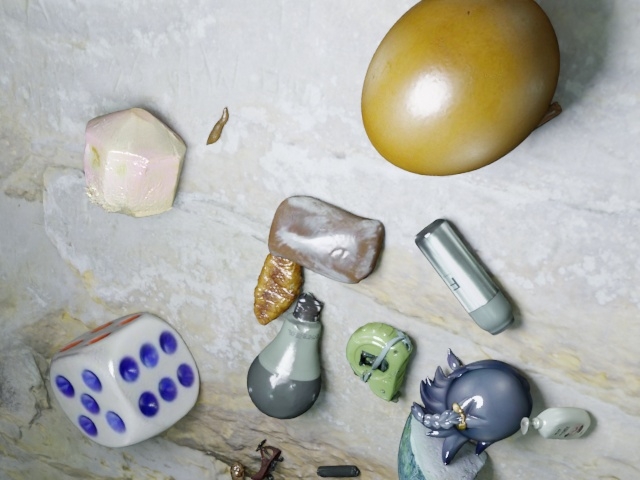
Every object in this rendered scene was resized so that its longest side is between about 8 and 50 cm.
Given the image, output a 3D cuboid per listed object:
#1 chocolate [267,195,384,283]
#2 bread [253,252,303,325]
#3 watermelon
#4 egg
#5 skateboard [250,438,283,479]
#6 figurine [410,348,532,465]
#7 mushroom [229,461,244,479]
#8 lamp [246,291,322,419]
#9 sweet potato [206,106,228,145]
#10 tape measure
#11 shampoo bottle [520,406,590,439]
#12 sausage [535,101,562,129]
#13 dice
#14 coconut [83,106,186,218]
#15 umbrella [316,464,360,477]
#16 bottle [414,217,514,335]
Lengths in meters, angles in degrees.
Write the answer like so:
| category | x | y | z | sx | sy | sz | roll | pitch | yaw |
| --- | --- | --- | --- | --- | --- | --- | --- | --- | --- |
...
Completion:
| category | x | y | z | sx | sy | sz | roll | pitch | yaw |
| --- | --- | --- | --- | --- | --- | --- | --- | --- | --- |
| chocolate | 0.000 | -0.002 | 1.475 | 0.254 | 0.080 | 0.156 | 20 | 100 | 18 |
| bread | -0.092 | 0.093 | 1.614 | 0.105 | 0.076 | 0.233 | 23 | 112 | 11 |
| watermelon | 0.286 | 0.554 | 1.543 | 0.320 | 0.214 | 0.289 | -124 | 24 | -60 |
| egg | 0.219 | -0.252 | 1.117 | 0.282 | 0.282 | 0.351 | 51 | 130 | 0 |
| skateboard | -0.157 | 0.629 | 1.945 | 0.080 | 0.067 | 0.151 | 41 | 123 | 21 |
| figurine | 0.308 | 0.348 | 1.438 | 0.175 | 0.197 | 0.265 | 45 | 120 | -10 |
| mushroom | -0.253 | 0.767 | 2.040 | 0.227 | 0.148 | 0.217 | 26 | 109 | 13 |
| lamp | -0.053 | 0.291 | 1.651 | 0.182 | 0.182 | 0.313 | 38 | 109 | 11 |
| sweet potato | -0.234 | -0.255 | 1.567 | 0.026 | 0.026 | 0.115 | 44 | 126 | 6 |
| tape measure | 0.132 | 0.262 | 1.554 | 0.154 | 0.087 | 0.177 | 26 | 122 | 20 |
| shampoo bottle | 0.461 | 0.362 | 1.363 | 0.077 | 0.152 | 0.045 | -63 | 30 | 31 |
| sausage | 0.372 | -0.205 | 1.209 | 0.116 | 0.026 | 0.026 | -33 | 93 | 38 |
| dice | -0.548 | 0.389 | 1.929 | 0.304 | 0.277 | 0.304 | -17 | 101 | 38 |
| coconut | -0.438 | -0.191 | 1.603 | 0.233 | 0.233 | 0.245 | 29 | 128 | 17 |
| umbrella | 0.046 | 0.614 | 1.820 | 0.133 | 0.031 | 0.036 | -14 | 103 | 37 |
| bottle | 0.286 | 0.074 | 1.373 | 0.253 | 0.079 | 0.096 | 52 | 167 | 0 |
